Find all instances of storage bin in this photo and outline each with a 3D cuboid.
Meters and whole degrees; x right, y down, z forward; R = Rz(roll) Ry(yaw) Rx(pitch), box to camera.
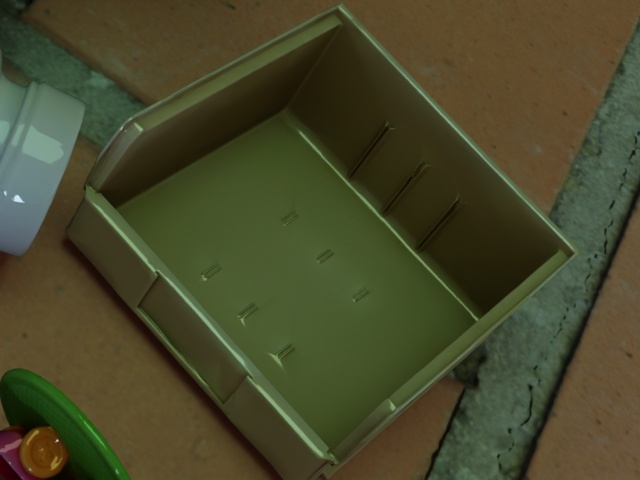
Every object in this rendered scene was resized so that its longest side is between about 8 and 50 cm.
[{"bbox_3d":[0.000,0.000,1.067,0.262,0.123,0.260,47,47,8],"label":"storage bin"}]

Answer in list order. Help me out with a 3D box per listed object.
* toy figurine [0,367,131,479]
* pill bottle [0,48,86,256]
[{"bbox_3d":[-0.188,0.188,0.846,0.159,0.130,0.173,-38,105,-29],"label":"toy figurine"},{"bbox_3d":[-0.295,-0.089,0.940,0.272,0.152,0.152,23,48,-15],"label":"pill bottle"}]
